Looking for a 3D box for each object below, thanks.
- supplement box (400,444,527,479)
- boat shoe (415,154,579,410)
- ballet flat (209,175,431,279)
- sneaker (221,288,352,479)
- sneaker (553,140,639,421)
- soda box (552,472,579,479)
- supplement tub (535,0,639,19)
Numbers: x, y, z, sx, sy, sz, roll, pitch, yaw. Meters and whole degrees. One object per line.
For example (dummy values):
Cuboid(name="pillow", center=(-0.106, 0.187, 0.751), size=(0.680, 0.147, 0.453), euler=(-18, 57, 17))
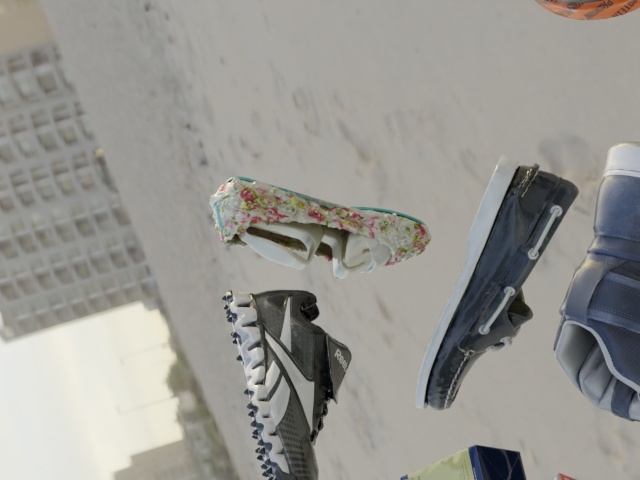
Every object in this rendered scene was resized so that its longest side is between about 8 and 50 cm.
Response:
Cuboid(name="supplement box", center=(0.117, 0.214, 0.835), size=(0.083, 0.056, 0.083), euler=(-35, 52, 37))
Cuboid(name="boat shoe", center=(0.179, 0.062, 1.119), size=(0.114, 0.091, 0.302), euler=(-51, -20, -59))
Cuboid(name="ballet flat", center=(0.000, 0.000, 1.105), size=(0.091, 0.241, 0.077), euler=(122, 156, -54))
Cuboid(name="sneaker", center=(-0.018, 0.132, 0.967), size=(0.078, 0.106, 0.234), euler=(85, 171, -52))
Cuboid(name="sneaker", center=(0.252, 0.053, 0.718), size=(0.086, 0.226, 0.163), euler=(1, 69, 61))
Cuboid(name="soda box", center=(0.204, 0.355, 1.027), size=(0.263, 0.084, 0.092), euler=(-61, 15, 23))
Cuboid(name="supplement tub", center=(0.197, -0.335, 0.857), size=(0.338, 0.207, 0.207), euler=(44, -158, -57))
